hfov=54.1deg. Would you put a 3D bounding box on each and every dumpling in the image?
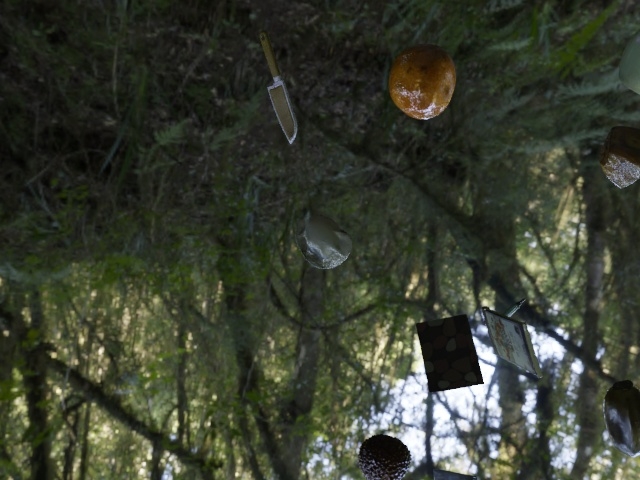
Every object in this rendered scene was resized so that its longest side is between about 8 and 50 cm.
[{"bbox_3d":[0.001,0.001,1.850,0.176,0.150,0.092,30,165,-5],"label":"dumpling"}]

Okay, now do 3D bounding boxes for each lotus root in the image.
[{"bbox_3d":[0.927,0.541,1.894,0.124,0.241,0.123,-9,-161,24],"label":"lotus root"},{"bbox_3d":[0.805,-0.219,1.636,0.135,0.159,0.095,26,-166,-1],"label":"lotus root"}]

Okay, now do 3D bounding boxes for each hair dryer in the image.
[{"bbox_3d":[0.599,0.234,2.001,0.071,0.150,0.047,32,-151,-17],"label":"hair dryer"}]

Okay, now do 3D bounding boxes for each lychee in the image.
[{"bbox_3d":[0.146,0.505,1.443,0.123,0.123,0.129,31,162,47],"label":"lychee"}]

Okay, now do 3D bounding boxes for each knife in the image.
[{"bbox_3d":[-0.097,-0.346,1.420,0.046,0.256,0.022,-14,-172,28],"label":"knife"}]

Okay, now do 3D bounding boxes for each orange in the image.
[{"bbox_3d":[0.294,-0.461,1.825,0.170,0.224,0.224,21,-161,32],"label":"orange"}]

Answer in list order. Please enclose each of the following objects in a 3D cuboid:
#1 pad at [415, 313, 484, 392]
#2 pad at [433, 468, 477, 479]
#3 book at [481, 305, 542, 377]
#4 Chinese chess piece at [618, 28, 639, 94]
[{"bbox_3d":[0.373,0.325,1.825,0.158,0.003,0.235,-12,-130,8],"label":"pad"},{"bbox_3d":[0.420,0.814,1.931,0.143,0.211,0.003,-2,-173,33],"label":"pad"},{"bbox_3d":[0.523,0.276,1.737,0.026,0.157,0.231,-21,-171,-9],"label":"book"},{"bbox_3d":[0.627,-0.277,1.033,0.250,0.101,0.250,11,-149,-7],"label":"Chinese chess piece"}]
